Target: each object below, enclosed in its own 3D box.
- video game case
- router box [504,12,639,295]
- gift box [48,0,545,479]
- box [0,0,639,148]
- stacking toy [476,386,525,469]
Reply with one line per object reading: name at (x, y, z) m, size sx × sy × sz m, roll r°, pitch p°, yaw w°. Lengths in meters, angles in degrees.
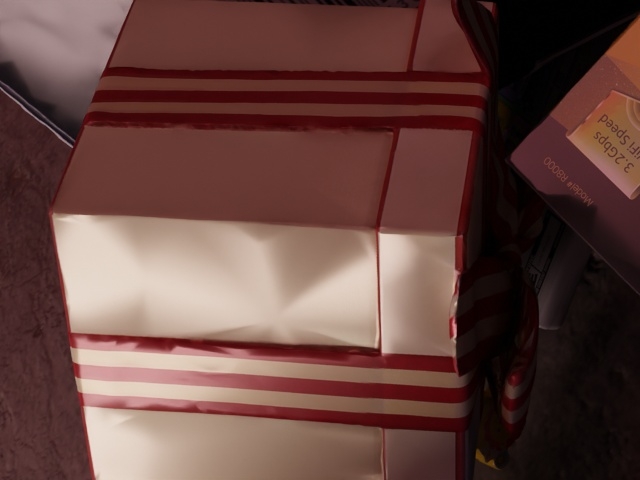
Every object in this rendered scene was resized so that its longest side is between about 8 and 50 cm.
video game case at (0.142, -0.076, 1.308) m, size 0.193 × 0.023 × 0.212 m, roll 45°, pitch 120°, yaw 55°
router box at (0.289, -0.023, 1.027) m, size 0.309 × 0.081 × 0.243 m, roll 46°, pitch 102°, yaw 19°
gift box at (0.000, 0.000, 1.142) m, size 0.258 × 0.276 × 0.255 m, roll 4°, pitch 44°, yaw 7°
box at (0.023, -0.331, 1.323) m, size 0.480 × 0.297 × 0.472 m, roll -27°, pitch 37°, yaw 32°
stacking toy at (0.116, 0.210, 1.182) m, size 0.167 × 0.052 × 0.221 m, roll 21°, pitch 85°, yaw 48°
